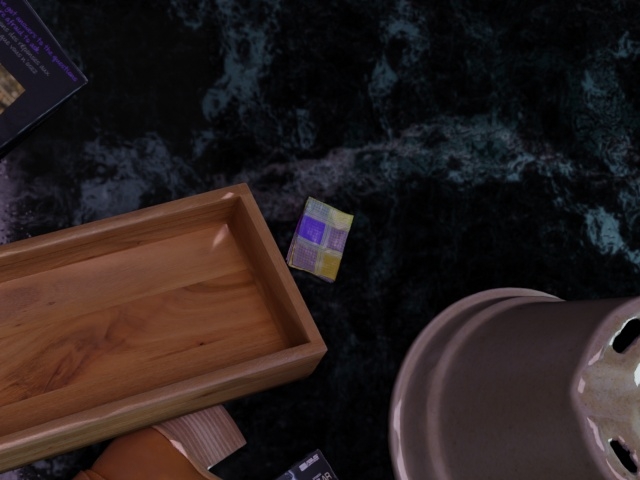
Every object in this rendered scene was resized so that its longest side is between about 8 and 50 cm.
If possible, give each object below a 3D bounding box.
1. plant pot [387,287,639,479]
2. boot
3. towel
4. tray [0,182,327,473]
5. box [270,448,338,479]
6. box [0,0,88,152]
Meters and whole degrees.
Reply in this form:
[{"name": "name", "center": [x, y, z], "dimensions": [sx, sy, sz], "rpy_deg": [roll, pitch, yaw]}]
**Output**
[{"name": "plant pot", "center": [0.283, 0.187, 2.006], "dimensions": [0.333, 0.305, 0.334], "rpy_deg": [5, 76, -23]}, {"name": "boot", "center": [-0.125, 0.312, 1.896], "dimensions": [0.220, 0.109, 0.283], "rpy_deg": [-34, 91, -29]}, {"name": "towel", "center": [0.000, 0.000, 2.081], "dimensions": [0.060, 0.009, 0.083], "rpy_deg": [24, 70, -18]}, {"name": "tray", "center": [-0.221, 0.090, 1.895], "dimensions": [0.410, 0.076, 0.203], "rpy_deg": [-16, 67, -26]}, {"name": "box", "center": [-0.019, 0.266, 2.008], "dimensions": [0.083, 0.018, 0.067], "rpy_deg": [-33, 94, -27]}, {"name": "box", "center": [-0.382, -0.112, 1.840], "dimensions": [0.270, 0.165, 0.143], "rpy_deg": [-40, 97, -27]}]
